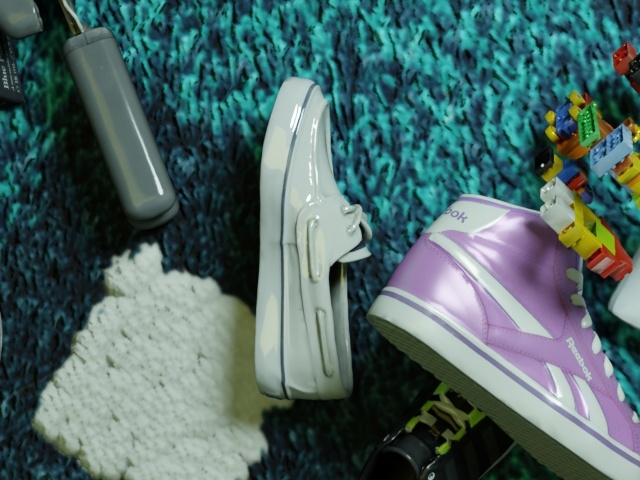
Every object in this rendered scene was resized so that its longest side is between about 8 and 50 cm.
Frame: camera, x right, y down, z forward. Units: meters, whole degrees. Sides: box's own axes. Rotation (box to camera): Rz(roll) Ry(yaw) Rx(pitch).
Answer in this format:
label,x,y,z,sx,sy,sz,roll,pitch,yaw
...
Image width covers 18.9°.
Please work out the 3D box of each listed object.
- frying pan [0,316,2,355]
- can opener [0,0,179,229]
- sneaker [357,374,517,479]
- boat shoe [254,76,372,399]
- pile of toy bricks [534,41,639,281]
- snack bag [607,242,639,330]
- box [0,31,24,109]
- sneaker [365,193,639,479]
label,x,y,z,sx,sy,sz,roll,pitch,yaw
frying pan,-0.432,0.099,1.687,0.326,0.053,0.197,-13,83,14
can opener,-0.209,-0.136,1.601,0.095,0.076,0.283,-21,81,-4
sneaker,0.094,0.159,1.483,0.084,0.097,0.235,35,98,16
boat shoe,0.000,0.000,1.533,0.084,0.095,0.258,4,99,14
pile of toy bricks,0.230,-0.052,1.410,0.105,0.212,0.118,43,113,-14
snack bag,0.417,-0.011,1.419,0.342,0.037,0.323,25,94,17
box,-0.333,-0.184,1.606,0.093,0.158,0.156,-15,84,17
sneaker,0.188,0.077,1.433,0.282,0.102,0.161,40,74,-15
